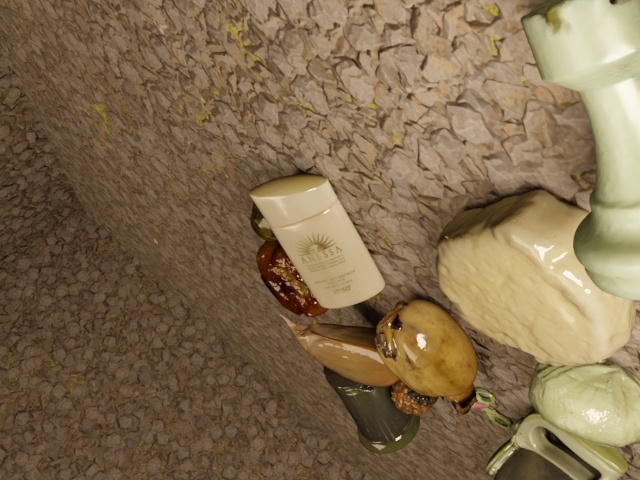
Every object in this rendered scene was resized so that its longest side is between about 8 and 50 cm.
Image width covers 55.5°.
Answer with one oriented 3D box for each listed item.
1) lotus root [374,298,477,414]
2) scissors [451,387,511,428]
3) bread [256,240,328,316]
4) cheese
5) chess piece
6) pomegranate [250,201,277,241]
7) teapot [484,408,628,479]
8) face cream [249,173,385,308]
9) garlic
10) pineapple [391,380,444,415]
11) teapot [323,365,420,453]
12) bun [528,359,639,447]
[{"bbox_3d":[0.248,0.258,1.317,0.310,0.182,0.183,49,157,-15],"label":"lotus root"},{"bbox_3d":[0.383,0.408,1.528,0.133,0.020,0.187,56,153,-17],"label":"scissors"},{"bbox_3d":[-0.049,0.079,1.557,0.232,0.135,0.246,-15,116,49],"label":"bread"},{"bbox_3d":[0.316,0.058,0.936,0.318,0.115,0.326,27,149,37],"label":"cheese"},{"bbox_3d":[0.310,-0.109,0.599,0.195,0.195,0.299,-3,119,61],"label":"chess piece"},{"bbox_3d":[-0.091,-0.045,1.429,0.163,0.125,0.138,45,146,-2],"label":"pomegranate"},{"bbox_3d":[0.475,0.517,1.297,0.239,0.240,0.321,46,167,34],"label":"teapot"},{"bbox_3d":[0.000,0.000,1.350,0.174,0.081,0.348,-18,122,21],"label":"face cream"},{"bbox_3d":[0.070,0.260,1.564,0.339,0.151,0.196,17,154,14],"label":"garlic"},{"bbox_3d":[0.259,0.366,1.536,0.128,0.128,0.248,41,156,9],"label":"pineapple"},{"bbox_3d":[0.135,0.423,1.784,0.336,0.201,0.270,63,178,-32],"label":"teapot"},{"bbox_3d":[0.447,0.250,0.993,0.196,0.118,0.195,16,-170,-3],"label":"bun"}]
